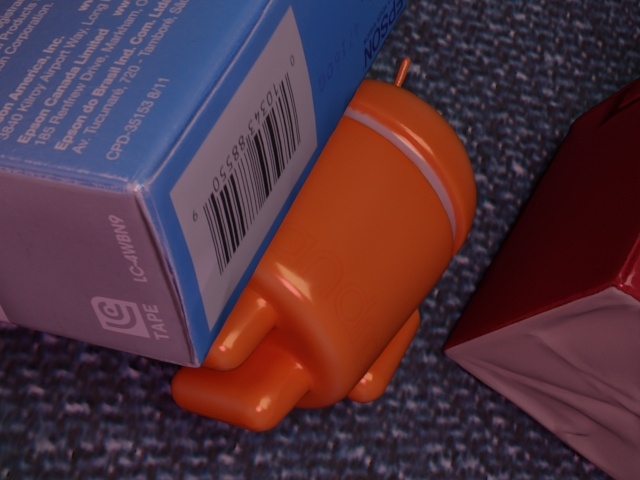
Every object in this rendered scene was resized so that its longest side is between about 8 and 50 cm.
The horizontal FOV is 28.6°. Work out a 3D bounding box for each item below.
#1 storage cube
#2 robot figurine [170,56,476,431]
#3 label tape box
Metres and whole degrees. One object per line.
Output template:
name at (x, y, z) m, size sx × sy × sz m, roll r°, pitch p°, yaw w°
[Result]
storage cube at (0.220, 0.023, 0.721) m, size 0.183 × 0.215 × 0.193 m, roll 38°, pitch 65°, yaw -9°
robot figurine at (0.000, 0.001, 0.670) m, size 0.158 × 0.128 × 0.219 m, roll 41°, pitch 60°, yaw 0°
label tape box at (-0.164, -0.100, 0.596) m, size 0.347 × 0.115 × 0.249 m, roll 10°, pitch 50°, yaw 23°
